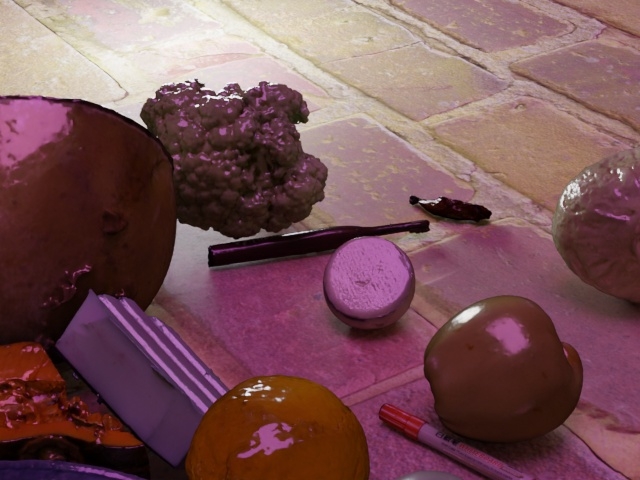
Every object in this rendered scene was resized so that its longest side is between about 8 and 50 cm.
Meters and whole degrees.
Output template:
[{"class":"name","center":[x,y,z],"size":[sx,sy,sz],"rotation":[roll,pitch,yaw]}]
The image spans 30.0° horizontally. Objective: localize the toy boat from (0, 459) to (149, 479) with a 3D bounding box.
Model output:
[{"class":"toy boat","center":[-0.283,0.305,1.316],"size":[0.283,0.127,0.078],"rotation":[6,38,8]}]

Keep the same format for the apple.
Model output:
[{"class":"apple","center":[0.227,0.160,1.489],"size":[0.200,0.200,0.200],"rotation":[-1,32,0]}]

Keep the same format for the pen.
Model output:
[{"class":"pen","center":[0.172,0.260,1.472],"size":[0.239,0.028,0.028],"rotation":[24,39,34]}]

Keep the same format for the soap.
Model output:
[{"class":"soap","center":[-0.207,0.170,1.461],"size":[0.230,0.091,0.145],"rotation":[42,10,26]}]

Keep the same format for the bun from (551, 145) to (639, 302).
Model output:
[{"class":"bun","center":[0.452,-0.022,1.714],"size":[0.243,0.244,0.153],"rotation":[4,14,8]}]

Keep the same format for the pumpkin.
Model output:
[{"class":"pumpkin","center":[-0.322,0.227,1.436],"size":[0.280,0.139,0.190],"rotation":[4,32,5]}]

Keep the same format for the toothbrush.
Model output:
[{"class":"toothbrush","center":[0.000,-0.001,1.891],"size":[0.364,0.041,0.041],"rotation":[-9,32,-12]}]

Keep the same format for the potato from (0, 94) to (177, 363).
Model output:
[{"class":"potato","center":[-0.423,0.025,1.620],"size":[0.442,0.385,0.319],"rotation":[-4,66,12]}]

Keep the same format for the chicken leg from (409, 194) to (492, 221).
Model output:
[{"class":"chicken leg","center":[0.213,-0.056,1.980],"size":[0.145,0.037,0.062],"rotation":[10,11,15]}]

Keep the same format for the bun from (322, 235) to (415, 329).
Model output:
[{"class":"bun","center":[0.073,0.068,1.730],"size":[0.138,0.094,0.138],"rotation":[-4,68,9]}]

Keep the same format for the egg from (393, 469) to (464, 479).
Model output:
[{"class":"egg","center":[0.107,0.323,1.253],"size":[0.149,0.149,0.192],"rotation":[17,33,27]}]

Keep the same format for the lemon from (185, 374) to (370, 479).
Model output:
[{"class":"lemon","center":[-0.046,0.250,1.319],"size":[0.204,0.204,0.260],"rotation":[9,-3,15]}]

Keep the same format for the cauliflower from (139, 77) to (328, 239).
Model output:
[{"class":"cauliflower","center":[-0.129,-0.150,1.899],"size":[0.327,0.260,0.281],"rotation":[35,35,4]}]
